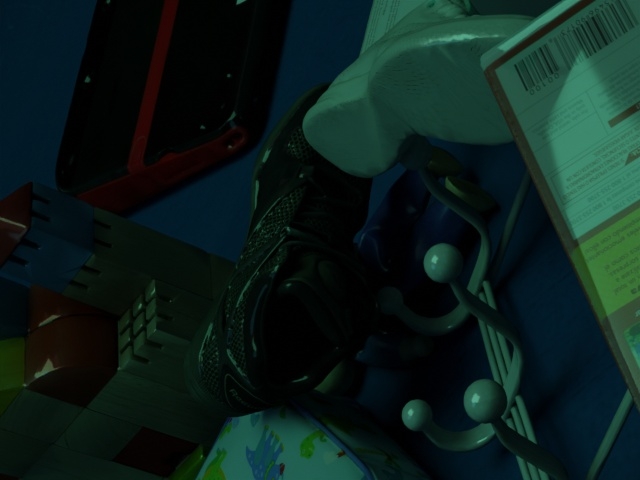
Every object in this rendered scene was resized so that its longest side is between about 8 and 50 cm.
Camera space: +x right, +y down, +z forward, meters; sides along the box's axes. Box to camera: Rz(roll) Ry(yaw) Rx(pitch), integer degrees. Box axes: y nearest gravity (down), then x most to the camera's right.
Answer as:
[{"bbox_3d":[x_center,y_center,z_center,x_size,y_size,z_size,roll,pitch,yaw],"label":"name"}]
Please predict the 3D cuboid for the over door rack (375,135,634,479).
[{"bbox_3d":[0.123,-0.009,0.843,0.324,0.108,0.239,-61,23,31],"label":"over door rack"}]

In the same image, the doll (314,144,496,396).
[{"bbox_3d":[0.042,0.032,1.072,0.189,0.046,0.129,-56,49,22],"label":"doll"}]

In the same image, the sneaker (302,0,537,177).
[{"bbox_3d":[0.068,-0.101,0.862,0.212,0.080,0.094,-12,40,58],"label":"sneaker"}]

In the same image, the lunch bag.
[{"bbox_3d":[-0.012,0.195,1.003,0.176,0.090,0.219,-64,28,4],"label":"lunch bag"}]

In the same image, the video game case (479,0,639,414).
[{"bbox_3d":[0.196,-0.023,0.642,0.204,0.025,0.285,-34,54,21],"label":"video game case"}]

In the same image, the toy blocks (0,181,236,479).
[{"bbox_3d":[-0.186,0.116,1.182,0.381,0.261,0.190,-47,34,33],"label":"toy blocks"}]

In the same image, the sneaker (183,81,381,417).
[{"bbox_3d":[0.000,0.000,0.983,0.130,0.087,0.227,-13,49,59],"label":"sneaker"}]

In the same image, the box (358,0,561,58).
[{"bbox_3d":[0.093,-0.132,1.049,0.087,0.101,0.102,-7,66,58],"label":"box"}]

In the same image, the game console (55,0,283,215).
[{"bbox_3d":[-0.129,-0.223,1.563,0.342,0.060,0.386,-18,55,49],"label":"game console"}]
